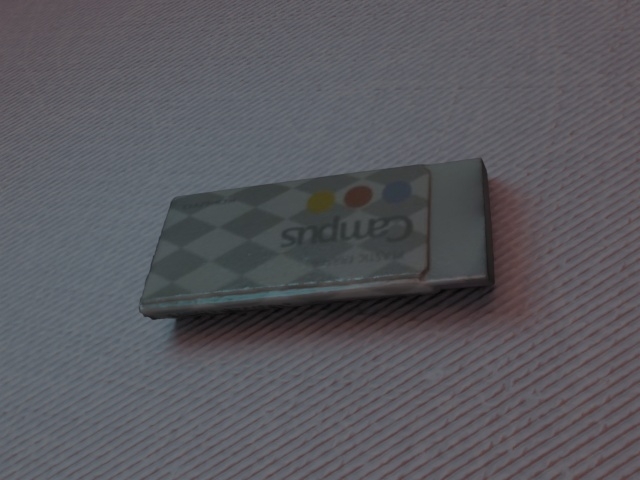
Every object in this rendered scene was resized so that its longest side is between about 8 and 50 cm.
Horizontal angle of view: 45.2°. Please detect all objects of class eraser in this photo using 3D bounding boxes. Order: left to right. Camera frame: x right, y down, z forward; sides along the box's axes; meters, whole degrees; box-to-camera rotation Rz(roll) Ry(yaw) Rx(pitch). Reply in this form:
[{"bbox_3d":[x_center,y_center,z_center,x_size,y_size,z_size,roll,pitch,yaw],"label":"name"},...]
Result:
[{"bbox_3d":[-0.001,0.000,0.910,0.396,0.082,0.213,-6,50,17],"label":"eraser"}]
